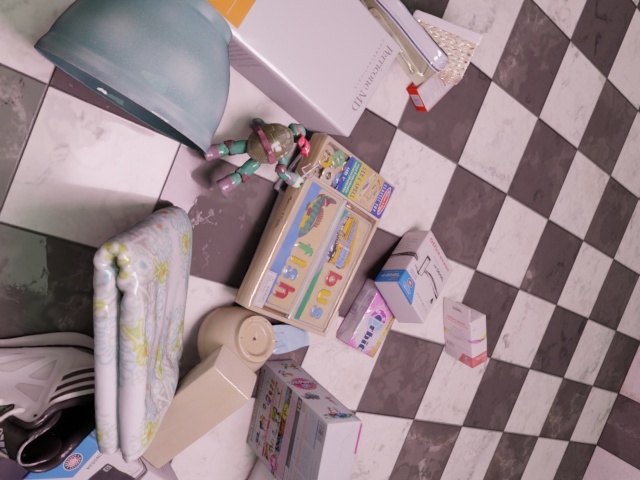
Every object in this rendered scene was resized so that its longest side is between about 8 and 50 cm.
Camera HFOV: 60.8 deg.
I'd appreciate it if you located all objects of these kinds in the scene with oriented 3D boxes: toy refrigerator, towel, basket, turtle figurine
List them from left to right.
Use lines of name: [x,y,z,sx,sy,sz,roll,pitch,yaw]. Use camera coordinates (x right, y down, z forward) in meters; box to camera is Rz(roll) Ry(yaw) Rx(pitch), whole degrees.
towel: [-0.306,0.145,0.973,0.090,0.320,0.375,4,104,-3]
toy refrigerator: [-0.264,0.336,1.110,0.269,0.094,0.102,-40,102,16]
turtle figurine: [-0.110,-0.183,1.096,0.234,0.118,0.175,-23,73,-7]
basket: [0.272,-0.441,1.261,0.167,0.113,0.103,22,97,3]

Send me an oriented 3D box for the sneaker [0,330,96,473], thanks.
sneaker: [-0.557,0.260,0.867,0.447,0.257,0.169,-3,106,-33]

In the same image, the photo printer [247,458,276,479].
photo printer: [-0.113,0.725,1.401,0.256,0.107,0.308,29,87,-36]

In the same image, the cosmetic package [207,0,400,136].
cosmetic package: [-0.079,-0.422,1.042,0.453,0.161,0.230,33,85,-37]

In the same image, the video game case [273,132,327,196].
video game case: [0.005,-0.132,1.273,0.173,0.022,0.190,-53,126,-9]

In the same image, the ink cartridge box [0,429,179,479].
ink cartridge box: [-0.463,0.494,1.081,0.223,0.129,0.307,-48,125,-13]

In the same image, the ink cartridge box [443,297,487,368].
ink cartridge box: [0.429,0.262,1.619,0.067,0.115,0.198,-21,115,-27]

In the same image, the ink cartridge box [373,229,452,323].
ink cartridge box: [0.245,0.092,1.414,0.148,0.085,0.203,56,52,-24]

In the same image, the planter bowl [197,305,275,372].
planter bowl: [-0.166,0.215,1.171,0.162,0.109,0.162,15,67,-40]

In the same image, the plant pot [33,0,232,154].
plant pot: [-0.262,-0.298,0.869,0.293,0.293,0.196,31,88,-36]

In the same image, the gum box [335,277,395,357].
gum box: [0.134,0.199,1.434,0.107,0.062,0.188,34,84,-36]

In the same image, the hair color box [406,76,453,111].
hair color box: [0.286,-0.396,1.368,0.141,0.043,0.072,-45,124,-13]

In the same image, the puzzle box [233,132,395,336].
puzzle box: [0.000,0.000,1.243,0.272,0.052,0.409,28,85,-44]

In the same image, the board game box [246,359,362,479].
board game box: [-0.047,0.434,1.234,0.097,0.303,0.224,5,102,-35]

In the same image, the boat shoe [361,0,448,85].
boat shoe: [0.145,-0.467,1.169,0.094,0.109,0.302,-41,91,22]

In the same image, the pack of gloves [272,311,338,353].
pack of gloves: [-0.051,0.166,1.324,0.232,0.046,0.195,-6,106,-42]
